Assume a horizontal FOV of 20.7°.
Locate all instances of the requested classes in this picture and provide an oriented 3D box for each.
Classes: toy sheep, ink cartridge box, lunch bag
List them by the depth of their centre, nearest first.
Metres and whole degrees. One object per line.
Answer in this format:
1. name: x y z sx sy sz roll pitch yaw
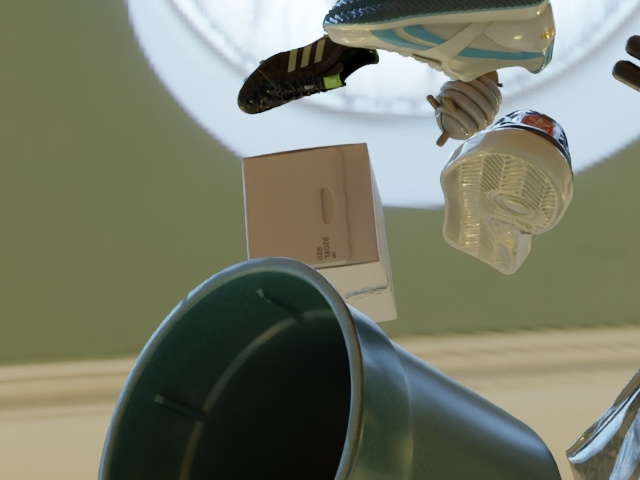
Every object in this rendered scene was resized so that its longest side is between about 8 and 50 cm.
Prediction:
1. lunch bag: 0.421 0.262 1.942 0.169 0.287 0.235 7 -130 -22
2. toy sheep: 0.186 -0.174 2.255 0.091 0.091 0.132 30 -107 35
3. ink cartridge box: 0.000 0.000 2.296 0.168 0.233 0.171 -8 -113 5

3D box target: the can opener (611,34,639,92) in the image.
1. can opener: 0.521 -0.180 2.301 0.283 0.076 0.095 33 -165 28

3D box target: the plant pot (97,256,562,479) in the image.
1. plant pot: 0.028 0.233 1.618 0.334 0.341 0.341 27 -164 -37

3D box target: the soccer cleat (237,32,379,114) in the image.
1. soccer cleat: -0.014 -0.195 2.047 0.179 0.060 0.072 -30 -135 -16

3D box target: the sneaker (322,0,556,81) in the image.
1. sneaker: 0.111 -0.199 1.678 0.228 0.092 0.087 2 -139 22

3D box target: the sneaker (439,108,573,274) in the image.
1. sneaker: 0.205 -0.082 1.805 0.131 0.350 0.148 29 -103 3
